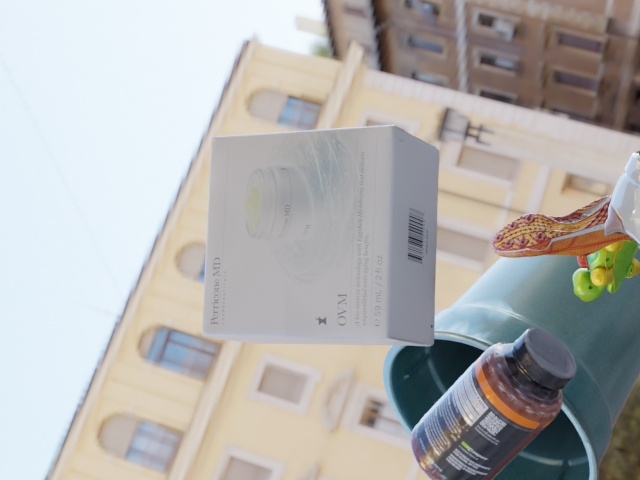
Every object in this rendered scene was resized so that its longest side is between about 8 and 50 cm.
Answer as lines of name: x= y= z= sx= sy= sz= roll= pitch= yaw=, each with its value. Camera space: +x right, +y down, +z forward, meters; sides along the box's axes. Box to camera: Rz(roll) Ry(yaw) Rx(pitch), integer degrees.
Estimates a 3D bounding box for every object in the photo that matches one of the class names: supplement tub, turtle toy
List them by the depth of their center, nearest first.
supplement tub: x=0.193 y=0.184 z=1.453 sx=0.198 sy=0.106 sz=0.106 roll=-51 pitch=-2 yaw=31
turtle toy: x=0.363 y=0.023 z=1.695 sx=0.095 sy=0.066 sz=0.130 roll=-11 pitch=-56 yaw=-46

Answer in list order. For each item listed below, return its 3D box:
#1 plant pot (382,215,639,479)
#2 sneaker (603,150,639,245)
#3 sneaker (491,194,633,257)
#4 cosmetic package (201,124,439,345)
plant pot: x=0.325 y=0.161 z=1.936 sx=0.334 sy=0.341 sz=0.341 roll=-45 pitch=-29 yaw=-34
sneaker: x=0.423 y=0.027 z=1.375 sx=0.106 sy=0.290 sz=0.123 roll=-7 pitch=-52 yaw=-49
sneaker: x=0.292 y=-0.001 z=1.583 sx=0.064 sy=0.175 sz=0.067 roll=-84 pitch=-22 yaw=-45
cosmetic package: x=0.000 y=0.000 z=1.455 sx=0.138 sy=0.224 sz=0.224 roll=17 pitch=-107 yaw=-62
